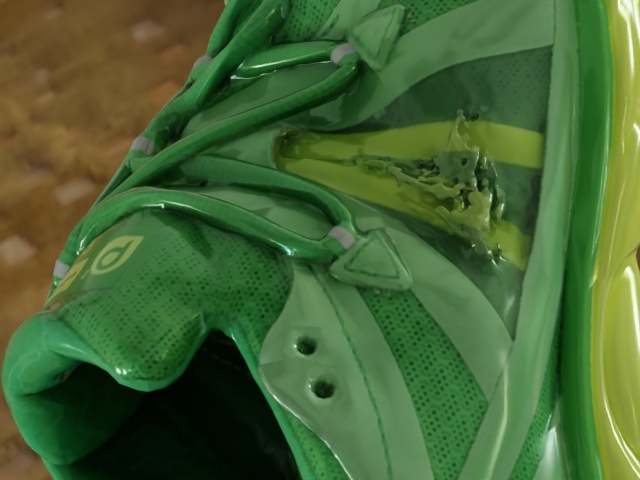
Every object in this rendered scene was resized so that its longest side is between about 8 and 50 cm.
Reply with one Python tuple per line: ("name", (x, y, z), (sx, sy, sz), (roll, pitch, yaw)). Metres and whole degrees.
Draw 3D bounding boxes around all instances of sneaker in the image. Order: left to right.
("sneaker", (0.000, 0.000, 0.392), (0.109, 0.124, 0.295), (-44, -135, 52))
